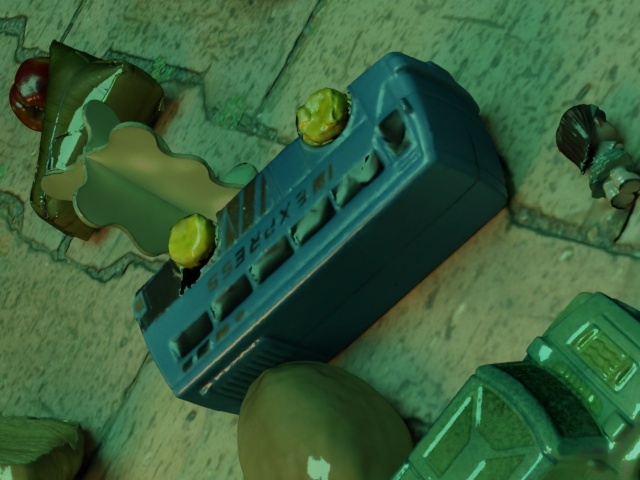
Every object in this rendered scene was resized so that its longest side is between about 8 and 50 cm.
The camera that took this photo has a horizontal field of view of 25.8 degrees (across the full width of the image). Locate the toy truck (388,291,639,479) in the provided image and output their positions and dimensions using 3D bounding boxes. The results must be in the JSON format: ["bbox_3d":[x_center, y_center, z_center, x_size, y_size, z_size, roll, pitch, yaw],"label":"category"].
[{"bbox_3d":[0.163,0.176,1.017,0.279,0.156,0.155,-53,38,10],"label":"toy truck"}]

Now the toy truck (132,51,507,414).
[{"bbox_3d":[0.000,0.000,1.327,0.385,0.161,0.162,-43,52,20],"label":"toy truck"}]

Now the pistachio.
[{"bbox_3d":[0.000,0.189,1.225,0.152,0.126,0.223,-26,33,-14],"label":"pistachio"}]

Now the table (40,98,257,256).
[{"bbox_3d":[-0.186,-0.054,1.526,0.166,0.198,0.166,-28,47,35],"label":"table"}]

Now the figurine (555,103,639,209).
[{"bbox_3d":[0.236,-0.070,1.191,0.060,0.047,0.106,95,158,-45],"label":"figurine"}]

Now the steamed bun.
[{"bbox_3d":[-0.370,0.260,1.510,0.213,0.231,0.110,1,94,8],"label":"steamed bun"}]

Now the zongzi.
[{"bbox_3d":[-0.332,-0.140,1.804,0.256,0.115,0.228,27,89,43],"label":"zongzi"}]

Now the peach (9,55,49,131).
[{"bbox_3d":[-0.379,-0.203,1.929,0.101,0.101,0.100,-28,48,35],"label":"peach"}]
